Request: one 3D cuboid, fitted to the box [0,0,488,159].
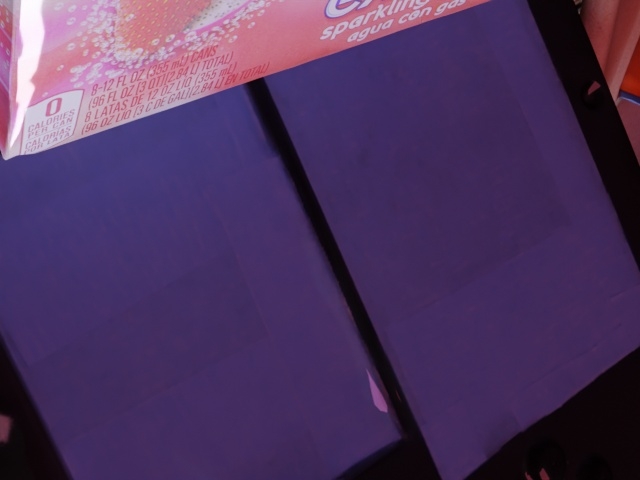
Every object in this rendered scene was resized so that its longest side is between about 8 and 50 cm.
[{"bbox_3d":[0.007,-0.162,0.377,0.300,0.154,0.142,-22,158,-28],"label":"box"}]

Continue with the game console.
[{"bbox_3d":[0.000,0.000,0.487,0.342,0.060,0.386,-30,100,-34],"label":"game console"}]

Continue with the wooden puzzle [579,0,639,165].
[{"bbox_3d":[0.235,-0.222,0.614,0.322,0.080,0.348,-43,144,-38],"label":"wooden puzzle"}]
